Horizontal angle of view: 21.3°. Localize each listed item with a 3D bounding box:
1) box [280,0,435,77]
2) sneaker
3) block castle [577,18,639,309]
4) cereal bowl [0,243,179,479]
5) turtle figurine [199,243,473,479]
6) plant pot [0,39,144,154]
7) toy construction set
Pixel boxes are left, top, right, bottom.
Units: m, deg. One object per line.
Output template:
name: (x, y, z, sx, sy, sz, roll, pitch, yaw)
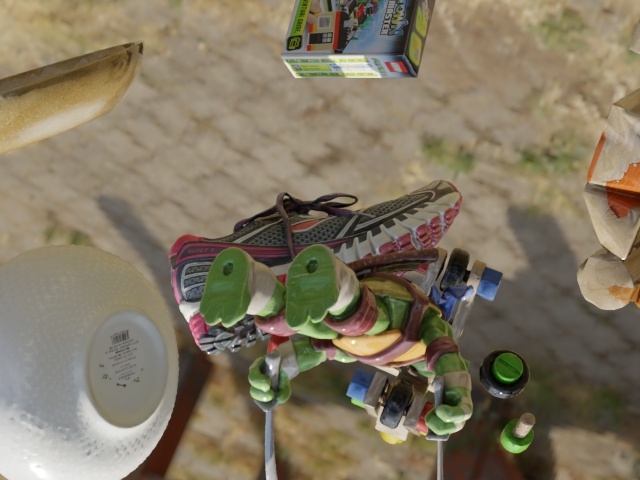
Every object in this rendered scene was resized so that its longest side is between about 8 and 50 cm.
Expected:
box: (0.046, -0.233, 1.437, 0.114, 0.207, 0.036, 2, 154, 25)
sneaker: (0.000, 0.000, 1.639, 0.112, 0.299, 0.121, 63, 162, 19)
block castle: (0.428, -0.102, 1.452, 0.303, 0.213, 0.453, 28, 121, 22)
cereal bowl: (-0.304, 0.170, 2.246, 0.141, 0.339, 0.339, -2, 142, 39)
turtle figurine: (0.020, 0.121, 1.456, 0.266, 0.275, 0.198, 34, -175, -47)
plant pot: (-0.202, -0.057, 0.907, 0.236, 0.236, 0.032, -9, 103, 43)
toy construction set: (0.078, 0.159, 2.074, 0.309, 0.257, 0.237, 2, 150, -8)
